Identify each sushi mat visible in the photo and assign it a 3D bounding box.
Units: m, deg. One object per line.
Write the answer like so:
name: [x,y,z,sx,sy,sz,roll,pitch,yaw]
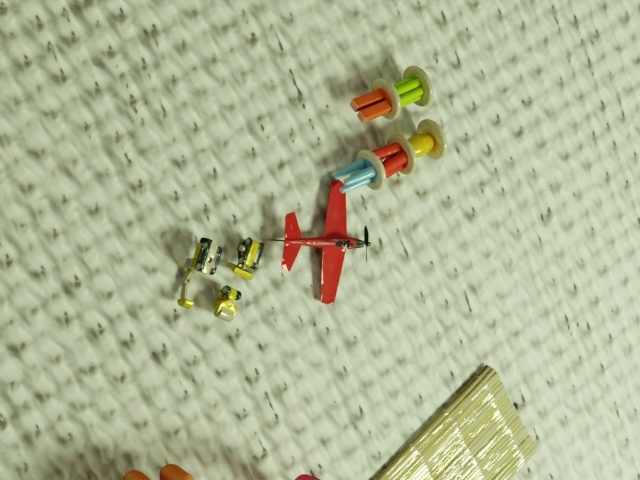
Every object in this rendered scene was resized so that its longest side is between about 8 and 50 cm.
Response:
sushi mat: [0.146,0.315,2.016,0.316,0.019,0.151,-43,117,-24]

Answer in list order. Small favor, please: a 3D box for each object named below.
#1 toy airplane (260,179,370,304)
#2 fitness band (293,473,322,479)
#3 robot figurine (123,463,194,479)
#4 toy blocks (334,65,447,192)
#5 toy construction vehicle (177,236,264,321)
toy airplane: [0.000,0.000,1.879,0.151,0.028,0.151,-5,98,-34]
fitness band: [-0.059,0.401,1.787,0.209,0.054,0.291,64,49,-70]
robot figurine: [-0.170,0.358,1.737,0.158,0.128,0.219,-17,105,-60]
toy blocks: [0.072,-0.127,1.901,0.148,0.054,0.123,-27,110,-30]
toy construction vehicle: [-0.115,0.037,1.804,0.086,0.035,0.098,21,85,-45]
